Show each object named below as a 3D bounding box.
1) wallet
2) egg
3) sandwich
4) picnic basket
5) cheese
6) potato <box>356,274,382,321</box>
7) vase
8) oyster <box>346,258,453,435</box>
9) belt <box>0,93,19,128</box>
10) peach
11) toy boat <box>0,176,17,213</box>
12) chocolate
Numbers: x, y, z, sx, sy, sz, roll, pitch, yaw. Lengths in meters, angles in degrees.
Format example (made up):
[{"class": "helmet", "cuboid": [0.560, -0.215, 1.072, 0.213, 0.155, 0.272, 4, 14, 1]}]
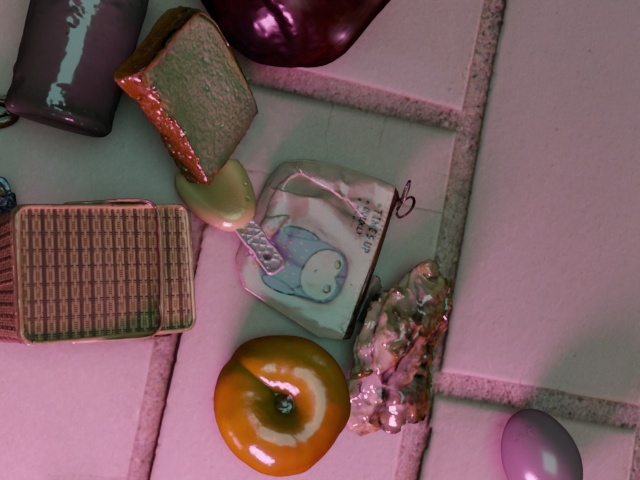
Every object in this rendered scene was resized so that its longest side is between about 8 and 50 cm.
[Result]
[{"class": "wallet", "cuboid": [0.001, 0.001, 1.679, 0.274, 0.068, 0.336, 22, 84, -4]}, {"class": "egg", "cuboid": [0.421, 0.419, 1.725, 0.146, 0.146, 0.199, -15, 83, -16]}, {"class": "sandwich", "cuboid": [-0.225, -0.256, 1.556, 0.226, 0.087, 0.251, -60, 138, -32]}, {"class": "picnic basket", "cuboid": [-0.364, 0.052, 1.487, 0.312, 0.175, 0.228, 0, 85, -34]}, {"class": "cheese", "cuboid": [-0.148, -0.046, 1.625, 0.127, 0.050, 0.255, -36, 79, -17]}, {"class": "potato", "cuboid": [0.085, 0.110, 1.721, 0.037, 0.036, 0.093, 31, 80, -53]}, {"class": "vase", "cuboid": [-0.415, -0.336, 1.525, 0.245, 0.245, 0.291, 17, 87, -13]}, {"class": "oyster", "cuboid": [0.155, 0.205, 1.679, 0.201, 0.107, 0.355, 11, 91, -24]}, {"class": "belt", "cuboid": [-0.567, -0.225, 1.569, 0.083, 0.036, 0.059, -8, 81, -16]}, {"class": "peach", "cuboid": [-0.071, 0.289, 1.609, 0.251, 0.153, 0.251, 1, 72, -5]}, {"class": "toy boat", "cuboid": [-0.561, 0.001, 1.520, 0.100, 0.097, 0.223, 1, 85, -10]}, {"class": "chocolate", "cuboid": [-0.059, -0.485, 1.582, 0.383, 0.383, 0.331, 42, 86, -8]}]
